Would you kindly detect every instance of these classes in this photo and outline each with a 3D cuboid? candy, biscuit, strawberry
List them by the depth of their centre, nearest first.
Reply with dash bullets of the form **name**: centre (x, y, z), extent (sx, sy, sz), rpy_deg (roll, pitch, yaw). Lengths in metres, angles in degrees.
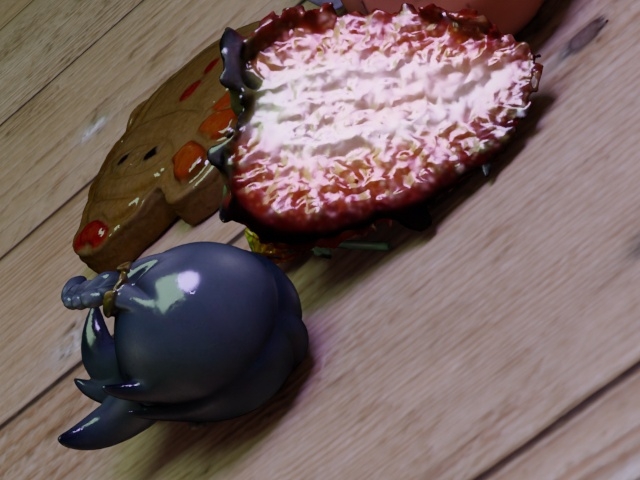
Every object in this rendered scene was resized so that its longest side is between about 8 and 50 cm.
- **strawberry**: centre (0.056, -0.098, 1.591), extent (0.306, 0.138, 0.233), rpy_deg (0, 75, 11)
- **candy**: centre (0.000, 0.000, 1.633), extent (0.201, 0.060, 0.060), rpy_deg (6, 55, 50)
- **biscuit**: centre (-0.164, -0.120, 2.071), extent (0.381, 0.074, 0.359), rpy_deg (-52, 22, -20)

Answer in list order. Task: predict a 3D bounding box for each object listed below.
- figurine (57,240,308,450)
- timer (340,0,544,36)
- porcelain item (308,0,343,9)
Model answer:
- **figurine**: centre (-0.133, 0.095, 1.563), extent (0.265, 0.197, 0.175), rpy_deg (-26, 67, 33)
- **timer**: centre (0.121, -0.292, 1.668), extent (0.229, 0.229, 0.215), rpy_deg (-29, 19, 33)
- **porcelain item**: centre (0.027, -0.462, 2.148), extent (0.242, 0.178, 0.405), rpy_deg (-33, 32, 24)
